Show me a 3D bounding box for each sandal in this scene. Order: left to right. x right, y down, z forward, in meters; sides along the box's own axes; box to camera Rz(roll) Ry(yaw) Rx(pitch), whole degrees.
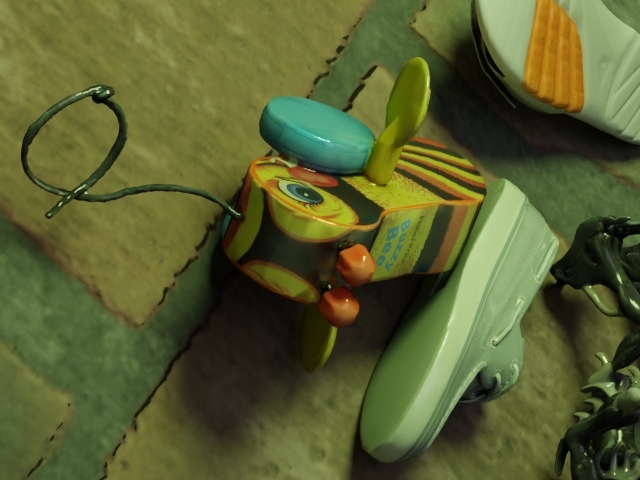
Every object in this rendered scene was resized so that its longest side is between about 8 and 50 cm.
[{"bbox_3d":[0.166,-0.134,1.085,0.265,0.076,0.102,28,76,-48],"label":"sandal"}]

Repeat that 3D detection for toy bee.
[{"bbox_3d":[0.000,0.000,0.872,0.298,0.162,0.195,-20,132,-28],"label":"toy bee"}]

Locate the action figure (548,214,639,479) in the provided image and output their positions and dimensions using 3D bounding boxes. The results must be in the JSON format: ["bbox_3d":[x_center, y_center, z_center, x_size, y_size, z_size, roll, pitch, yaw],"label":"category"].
[{"bbox_3d":[0.234,0.120,1.010,0.164,0.141,0.276,13,67,-43],"label":"action figure"}]

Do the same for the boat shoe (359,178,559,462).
[{"bbox_3d":[0.102,0.061,0.972,0.081,0.079,0.227,39,55,-14],"label":"boat shoe"}]
